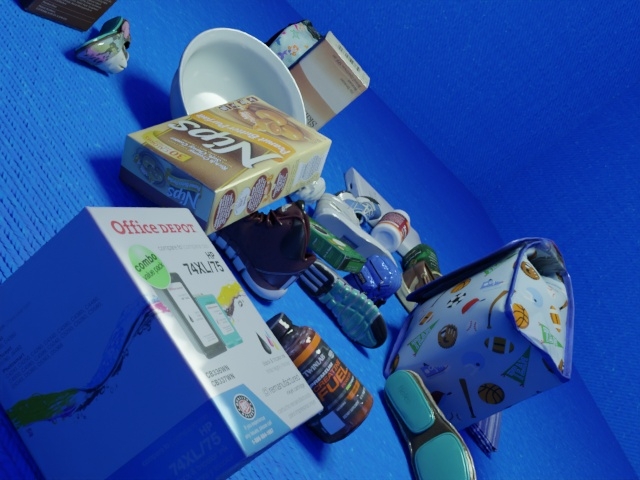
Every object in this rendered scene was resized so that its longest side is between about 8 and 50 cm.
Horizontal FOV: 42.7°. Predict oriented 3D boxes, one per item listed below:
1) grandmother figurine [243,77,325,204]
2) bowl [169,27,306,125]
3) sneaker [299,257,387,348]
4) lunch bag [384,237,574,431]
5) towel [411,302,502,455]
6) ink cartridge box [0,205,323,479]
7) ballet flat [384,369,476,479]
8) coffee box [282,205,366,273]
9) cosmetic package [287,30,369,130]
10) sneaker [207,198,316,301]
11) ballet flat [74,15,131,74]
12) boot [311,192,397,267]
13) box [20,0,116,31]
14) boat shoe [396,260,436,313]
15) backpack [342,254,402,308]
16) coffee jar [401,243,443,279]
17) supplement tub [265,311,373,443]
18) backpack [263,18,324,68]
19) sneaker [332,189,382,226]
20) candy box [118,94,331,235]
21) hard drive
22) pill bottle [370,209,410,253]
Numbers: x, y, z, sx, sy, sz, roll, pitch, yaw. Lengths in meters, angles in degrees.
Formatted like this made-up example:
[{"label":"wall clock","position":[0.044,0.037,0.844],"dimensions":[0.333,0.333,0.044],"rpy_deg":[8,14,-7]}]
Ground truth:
[{"label":"grandmother figurine","position":[-0.083,-0.218,1.789],"dimensions":[0.207,0.104,0.342],"rpy_deg":[11,-41,46]},{"label":"bowl","position":[-0.180,-0.243,1.575],"dimensions":[0.297,0.134,0.298],"rpy_deg":[18,63,-38]},{"label":"sneaker","position":[0.052,0.114,1.626],"dimensions":[0.224,0.083,0.098],"rpy_deg":[48,13,-10]},{"label":"lunch bag","position":[0.342,0.166,1.714],"dimensions":[0.239,0.327,0.385],"rpy_deg":[50,34,-11]},{"label":"towel","position":[0.308,0.309,1.904],"dimensions":[0.336,0.040,0.243],"rpy_deg":[51,26,-8]},{"label":"ink cartridge box","position":[-0.175,0.129,0.823],"dimensions":[0.270,0.197,0.198],"rpy_deg":[54,17,10]},{"label":"ballet flat","position":[0.211,0.371,1.484],"dimensions":[0.106,0.107,0.316],"rpy_deg":[54,12,-45]},{"label":"coffee box","position":[0.000,0.000,1.695],"dimensions":[0.184,0.040,0.113],"rpy_deg":[38,10,24]},{"label":"cosmetic package","position":[-0.045,-0.323,1.889],"dimensions":[0.153,0.296,0.129],"rpy_deg":[46,19,-12]},{"label":"sneaker","position":[-0.112,-0.046,1.388],"dimensions":[0.281,0.162,0.106],"rpy_deg":[49,17,-9]},{"label":"ballet flat","position":[-0.380,-0.347,1.487],"dimensions":[0.221,0.076,0.079],"rpy_deg":[-90,158,-64]},{"label":"boot","position":[0.087,-0.011,1.927],"dimensions":[0.258,0.095,0.123],"rpy_deg":[44,26,-21]},{"label":"box","position":[-0.434,-0.506,1.429],"dimensions":[0.168,0.203,0.167],"rpy_deg":[56,17,13]},{"label":"boat shoe","position":[0.324,0.203,2.056],"dimensions":[0.342,0.123,0.123],"rpy_deg":[54,18,6]},{"label":"backpack","position":[0.109,0.091,1.743],"dimensions":[0.098,0.120,0.101],"rpy_deg":[59,19,19]},{"label":"coffee jar","position":[0.283,0.095,2.215],"dimensions":[0.079,0.096,0.184],"rpy_deg":[39,21,-27]},{"label":"supplement tub","position":[-0.018,0.202,1.231],"dimensions":[0.198,0.106,0.106],"rpy_deg":[48,18,-8]},{"label":"backpack","position":[-0.086,-0.475,2.215],"dimensions":[0.191,0.225,0.253],"rpy_deg":[46,21,-1]},{"label":"sneaker","position":[0.095,-0.069,2.122],"dimensions":[0.211,0.080,0.081],"rpy_deg":[6,53,-53]},{"label":"candy box","position":[-0.145,-0.132,1.329],"dimensions":[0.182,0.088,0.316],"rpy_deg":[32,34,20]},{"label":"hard drive","position":[0.189,-0.061,2.382],"dimensions":[0.307,0.040,0.203],"rpy_deg":[44,19,-25]},{"label":"pill bottle","position":[0.192,-0.029,2.205],"dimensions":[0.086,0.086,0.152],"rpy_deg":[50,30,-5]}]
